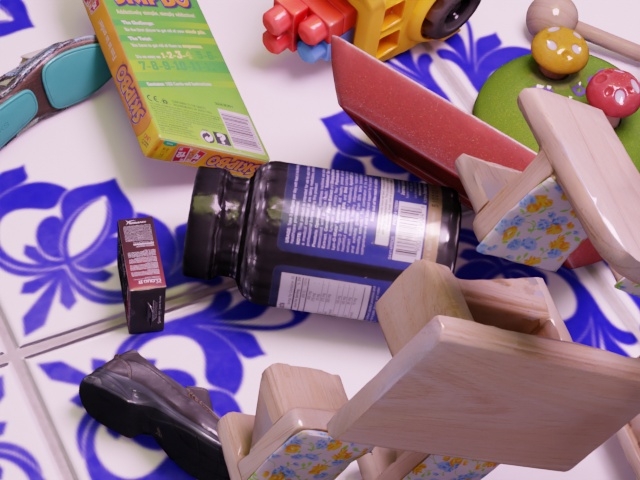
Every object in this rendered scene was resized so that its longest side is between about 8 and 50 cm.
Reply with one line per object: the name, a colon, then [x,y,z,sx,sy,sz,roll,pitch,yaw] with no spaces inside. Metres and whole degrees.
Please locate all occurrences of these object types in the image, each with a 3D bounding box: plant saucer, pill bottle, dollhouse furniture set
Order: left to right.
pill bottle: [0.000,0.000,1.240,0.219,0.123,0.122,9,51,-2]
plant saucer: [0.130,-0.060,1.261,0.259,0.258,0.047,33,90,17]
dollhouse furniture set: [0.201,0.148,1.018,0.394,0.362,0.256,14,42,-37]

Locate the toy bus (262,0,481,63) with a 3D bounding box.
toy bus: [0.040,-0.257,1.398,0.211,0.220,0.149,-35,68,-23]

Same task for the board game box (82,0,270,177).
board game box: [-0.143,-0.169,1.377,0.124,0.039,0.259,10,46,-41]

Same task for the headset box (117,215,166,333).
headset box: [-0.148,0.032,1.231,0.032,0.062,0.083,-7,52,-13]

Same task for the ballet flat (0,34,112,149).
ballet flat: [-0.268,-0.140,1.354,0.070,0.070,0.188,38,53,21]

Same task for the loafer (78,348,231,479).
loafer: [-0.103,0.136,1.158,0.170,0.062,0.061,30,49,13]

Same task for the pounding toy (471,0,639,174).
pounding toy: [0.252,-0.155,1.410,0.183,0.110,0.237,22,52,9]
